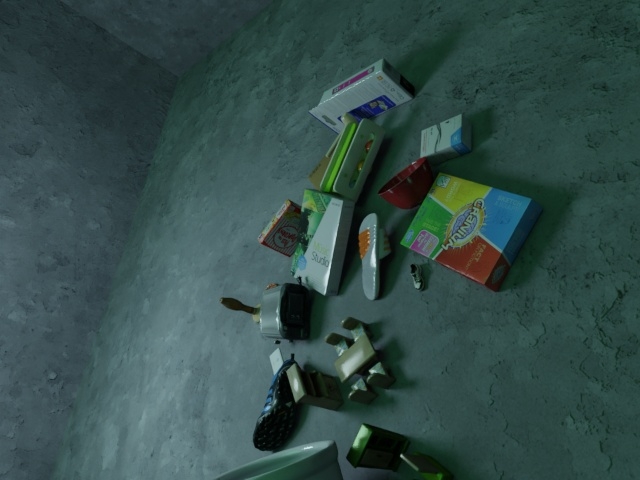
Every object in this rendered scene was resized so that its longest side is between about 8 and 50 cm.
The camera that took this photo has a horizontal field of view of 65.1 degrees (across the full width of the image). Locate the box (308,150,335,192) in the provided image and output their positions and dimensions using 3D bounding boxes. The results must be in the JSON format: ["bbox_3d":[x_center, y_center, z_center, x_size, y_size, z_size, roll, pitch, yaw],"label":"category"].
[{"bbox_3d":[0.045,-0.277,1.928,0.201,0.021,0.164,-49,40,15],"label":"box"}]

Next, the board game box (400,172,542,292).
[{"bbox_3d":[0.391,-0.035,1.346,0.316,0.064,0.242,30,92,53],"label":"board game box"}]

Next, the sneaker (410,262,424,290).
[{"bbox_3d":[0.270,0.104,1.425,0.031,0.037,0.083,-30,50,33],"label":"sneaker"}]

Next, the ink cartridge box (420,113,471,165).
[{"bbox_3d":[0.368,-0.299,1.535,0.180,0.060,0.104,-17,57,43],"label":"ink cartridge box"}]

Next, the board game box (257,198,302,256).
[{"bbox_3d":[-0.120,-0.044,1.877,0.194,0.146,0.045,-52,39,15],"label":"board game box"}]

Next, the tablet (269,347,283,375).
[{"bbox_3d":[-0.153,0.422,1.749,0.054,0.006,0.083,-46,41,20],"label":"tablet"}]

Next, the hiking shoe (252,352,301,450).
[{"bbox_3d":[-0.125,0.525,1.602,0.132,0.113,0.304,-112,47,-81],"label":"hiking shoe"}]

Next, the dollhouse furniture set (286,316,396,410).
[{"bbox_3d":[0.048,0.361,1.425,0.242,0.161,0.212,-47,40,19],"label":"dollhouse furniture set"}]

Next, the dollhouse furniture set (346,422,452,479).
[{"bbox_3d":[0.141,0.622,1.168,0.197,0.151,0.302,24,87,52],"label":"dollhouse furniture set"}]

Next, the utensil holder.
[{"bbox_3d":[-0.065,0.700,1.137,0.327,0.327,0.386,-30,70,35],"label":"utensil holder"}]

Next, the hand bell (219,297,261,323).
[{"bbox_3d":[-0.253,0.244,1.780,0.126,0.242,0.126,-28,49,37],"label":"hand bell"}]

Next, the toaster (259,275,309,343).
[{"bbox_3d":[-0.126,0.239,1.719,0.146,0.129,0.227,-17,67,46],"label":"toaster"}]

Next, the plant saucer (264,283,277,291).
[{"bbox_3d":[-0.187,0.205,1.913,0.083,0.013,0.084,-27,50,38],"label":"plant saucer"}]

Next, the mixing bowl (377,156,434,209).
[{"bbox_3d":[0.272,-0.158,1.504,0.181,0.098,0.181,-39,8,6],"label":"mixing bowl"}]

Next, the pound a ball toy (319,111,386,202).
[{"bbox_3d":[0.115,-0.296,1.781,0.208,0.135,0.319,12,78,65],"label":"pound a ball toy"}]

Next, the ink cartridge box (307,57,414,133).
[{"bbox_3d":[0.141,-0.514,1.833,0.370,0.175,0.069,-18,55,43],"label":"ink cartridge box"}]

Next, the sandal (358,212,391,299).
[{"bbox_3d":[0.174,0.050,1.550,0.102,0.076,0.266,-5,85,63],"label":"sandal"}]

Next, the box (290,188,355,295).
[{"bbox_3d":[0.000,0.000,1.704,0.232,0.058,0.322,23,105,53],"label":"box"}]
